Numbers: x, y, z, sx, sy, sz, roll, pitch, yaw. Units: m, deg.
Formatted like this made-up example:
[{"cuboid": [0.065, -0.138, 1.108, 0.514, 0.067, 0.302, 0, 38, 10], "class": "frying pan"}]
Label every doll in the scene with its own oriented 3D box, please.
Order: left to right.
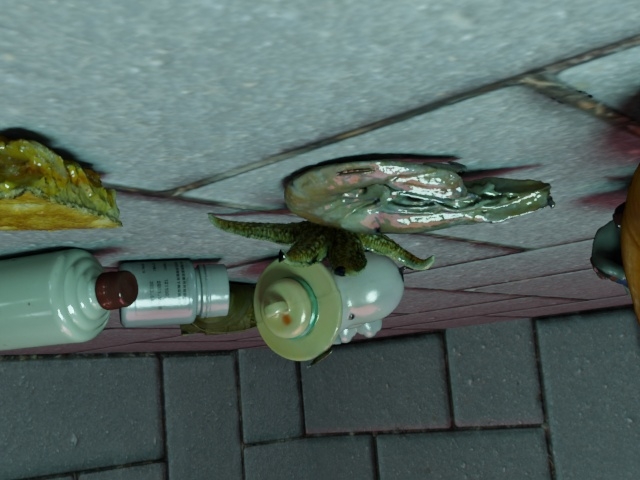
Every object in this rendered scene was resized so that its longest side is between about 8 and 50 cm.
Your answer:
[{"cuboid": [0.010, 0.099, 1.158, 0.208, 0.144, 0.271, -12, 167, -13], "class": "doll"}]

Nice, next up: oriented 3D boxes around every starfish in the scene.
[{"cuboid": [0.000, -0.002, 0.789, 0.217, 0.050, 0.223, 5, -174, 3], "class": "starfish"}]

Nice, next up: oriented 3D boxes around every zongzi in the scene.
[{"cuboid": [-0.123, 0.094, 1.264, 0.160, 0.078, 0.176, -6, 168, -23], "class": "zongzi"}]

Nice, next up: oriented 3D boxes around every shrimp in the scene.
[{"cuboid": [0.080, -0.040, 0.697, 0.223, 0.047, 0.126, -2, 162, 5], "class": "shrimp"}]

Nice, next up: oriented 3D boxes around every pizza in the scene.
[{"cuboid": [-0.206, -0.036, 0.567, 0.175, 0.046, 0.134, 4, 167, -42], "class": "pizza"}]

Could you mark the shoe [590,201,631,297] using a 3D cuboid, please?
[{"cuboid": [0.327, -0.023, 0.775, 0.125, 0.099, 0.227, 23, 141, -12], "class": "shoe"}]

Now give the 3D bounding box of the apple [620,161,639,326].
[{"cuboid": [0.330, 0.033, 0.510, 0.275, 0.299, 0.299, 1, 171, 14], "class": "apple"}]

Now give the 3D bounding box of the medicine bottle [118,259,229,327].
[{"cuboid": [-0.181, 0.064, 1.041, 0.130, 0.080, 0.080, -2, 170, -16], "class": "medicine bottle"}]

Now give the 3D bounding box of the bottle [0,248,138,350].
[{"cuboid": [-0.314, 0.066, 0.932, 0.245, 0.104, 0.104, -8, 169, 20], "class": "bottle"}]
